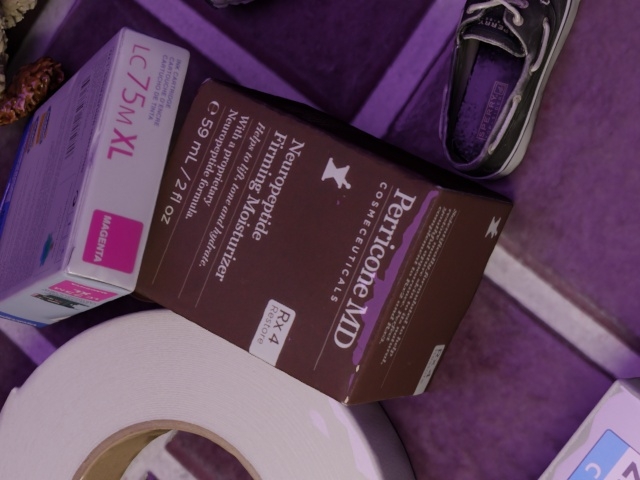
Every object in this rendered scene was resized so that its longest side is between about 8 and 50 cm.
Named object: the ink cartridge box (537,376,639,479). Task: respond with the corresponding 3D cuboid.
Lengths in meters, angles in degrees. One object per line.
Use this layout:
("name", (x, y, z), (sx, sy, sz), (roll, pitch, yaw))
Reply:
("ink cartridge box", (0.227, 0.289, 1.007), (0.261, 0.066, 0.296), (40, 103, 22))

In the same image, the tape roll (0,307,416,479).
("tape roll", (-0.106, 0.244, 1.160), (0.392, 0.072, 0.392), (-1, 87, 24))

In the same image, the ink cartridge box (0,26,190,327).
("ink cartridge box", (-0.196, -0.034, 1.135), (0.311, 0.065, 0.186), (-17, 58, 62))

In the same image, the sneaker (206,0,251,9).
("sneaker", (-0.090, -0.324, 1.184), (0.118, 0.107, 0.279), (-22, 81, 3))

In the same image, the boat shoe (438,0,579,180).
("boat shoe", (0.139, -0.153, 1.067), (0.077, 0.070, 0.219), (13, 92, 25))

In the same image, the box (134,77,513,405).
("box", (0.000, 0.000, 1.070), (0.203, 0.167, 0.168), (26, 98, 23))

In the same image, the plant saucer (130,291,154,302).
("plant saucer", (-0.137, 0.011, 1.216), (0.083, 0.015, 0.083), (-2, 86, 25))

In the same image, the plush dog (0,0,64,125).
("plush dog", (-0.332, -0.203, 1.229), (0.210, 0.262, 0.225), (-18, 67, 56))
